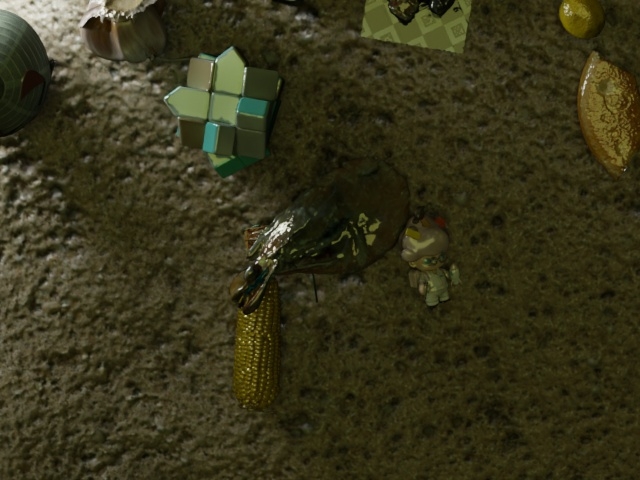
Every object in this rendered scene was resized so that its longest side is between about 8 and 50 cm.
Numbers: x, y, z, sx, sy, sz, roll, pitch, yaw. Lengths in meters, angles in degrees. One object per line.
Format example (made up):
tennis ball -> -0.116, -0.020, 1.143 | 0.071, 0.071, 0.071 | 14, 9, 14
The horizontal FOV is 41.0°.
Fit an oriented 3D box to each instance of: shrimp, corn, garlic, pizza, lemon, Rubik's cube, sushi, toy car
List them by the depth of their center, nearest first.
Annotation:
garlic -> -0.345, -0.437, 1.728 | 0.256, 0.207, 0.207 | 24, 99, -8
lemon -> 0.527, -0.458, 1.733 | 0.082, 0.082, 0.111 | -38, 95, 8
Rubik's cube -> -0.194, -0.259, 1.734 | 0.224, 0.213, 0.265 | 17, 102, -1
sushi -> 0.207, -0.517, 1.757 | 0.219, 0.047, 0.231 | 9, 99, 1
pizza -> 0.602, -0.261, 1.771 | 0.134, 0.056, 0.271 | -23, 96, 8
shrimp -> 0.000, 0.000, 1.797 | 0.445, 0.110, 0.221 | -35, 108, -7
toy car -> -0.103, -0.006, 1.858 | 0.121, 0.035, 0.059 | -4, 96, 4
corn -> -0.135, 0.219, 1.860 | 0.106, 0.106, 0.305 | 3, 98, 3

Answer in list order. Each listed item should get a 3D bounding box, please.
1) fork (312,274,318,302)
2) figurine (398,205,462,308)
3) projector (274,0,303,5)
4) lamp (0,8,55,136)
fork -> -0.030, 0.022, 1.860 | 0.021, 0.039, 0.235 | 0, 102, 26
figurine -> 0.227, 0.030, 1.812 | 0.137, 0.112, 0.229 | -21, 106, -24
projector -> -0.070, -0.530, 1.752 | 0.083, 0.082, 0.083 | 12, 98, 1
lamp -> -0.668, -0.332, 1.739 | 0.233, 0.233, 0.265 | 37, 105, -3
